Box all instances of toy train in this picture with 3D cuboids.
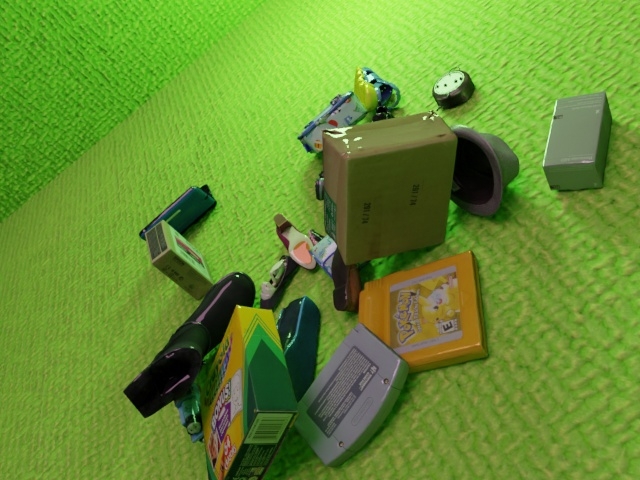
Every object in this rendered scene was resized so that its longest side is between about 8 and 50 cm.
[{"bbox_3d":[-0.346,0.475,1.651,0.080,0.105,0.184,-39,38,5],"label":"toy train"}]

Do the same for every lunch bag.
[{"bbox_3d":[0.028,-0.393,2.038,0.243,0.115,0.303,-40,8,0],"label":"lunch bag"},{"bbox_3d":[0.060,0.048,1.715,0.129,0.096,0.151,-41,52,-2],"label":"lunch bag"}]

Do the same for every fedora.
[{"bbox_3d":[0.419,-0.195,1.560,0.124,0.244,0.275,-23,23,-22],"label":"fedora"}]

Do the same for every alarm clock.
[{"bbox_3d":[0.427,-0.504,1.931,0.129,0.064,0.192,-14,43,31],"label":"alarm clock"}]

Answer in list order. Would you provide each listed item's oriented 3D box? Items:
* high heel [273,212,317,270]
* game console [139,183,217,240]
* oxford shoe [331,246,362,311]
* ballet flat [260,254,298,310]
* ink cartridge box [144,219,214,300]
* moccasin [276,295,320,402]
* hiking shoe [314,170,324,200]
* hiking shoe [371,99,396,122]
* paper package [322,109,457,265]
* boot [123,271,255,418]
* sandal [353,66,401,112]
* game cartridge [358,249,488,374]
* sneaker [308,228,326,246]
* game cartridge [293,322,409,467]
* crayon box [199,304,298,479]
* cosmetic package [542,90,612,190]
[{"bbox_3d":[-0.072,0.024,1.882,0.082,0.117,0.244,-38,56,-9],"label":"high heel"},{"bbox_3d":[-0.576,-0.124,2.361,0.293,0.250,0.173,-41,65,2],"label":"game console"},{"bbox_3d":[0.078,0.094,1.635,0.076,0.076,0.212,-20,63,49],"label":"oxford shoe"},{"bbox_3d":[-0.141,0.129,1.825,0.074,0.074,0.203,10,62,45],"label":"ballet flat"},{"bbox_3d":[-0.480,0.067,2.042,0.088,0.235,0.193,-38,39,5],"label":"ink cartridge box"},{"bbox_3d":[-0.082,0.303,1.588,0.116,0.138,0.342,-22,28,30],"label":"moccasin"},{"bbox_3d":[0.091,-0.229,1.955,0.132,0.113,0.304,17,56,14],"label":"hiking shoe"},{"bbox_3d":[0.200,-0.353,1.939,0.086,0.114,0.227,-22,43,25],"label":"hiking shoe"},{"bbox_3d":[0.168,-0.135,1.530,0.309,0.325,0.168,-12,38,-13],"label":"paper package"},{"bbox_3d":[-0.330,0.258,1.626,0.367,0.146,0.445,-52,0,1],"label":"boot"},{"bbox_3d":[0.196,-0.535,2.133,0.138,0.126,0.317,-2,34,-7],"label":"sandal"},{"bbox_3d":[0.237,0.185,1.462,0.323,0.053,0.285,-19,44,26],"label":"game cartridge"},{"bbox_3d":[0.000,0.000,1.852,0.057,0.047,0.119,-23,40,-7],"label":"sneaker"},{"bbox_3d":[0.070,0.364,1.394,0.198,0.062,0.297,37,93,41],"label":"game cartridge"},{"bbox_3d":[-0.190,0.396,1.443,0.363,0.106,0.313,-65,30,31],"label":"crayon box"},{"bbox_3d":[0.636,-0.243,1.474,0.127,0.107,0.238,-3,50,35],"label":"cosmetic package"}]
